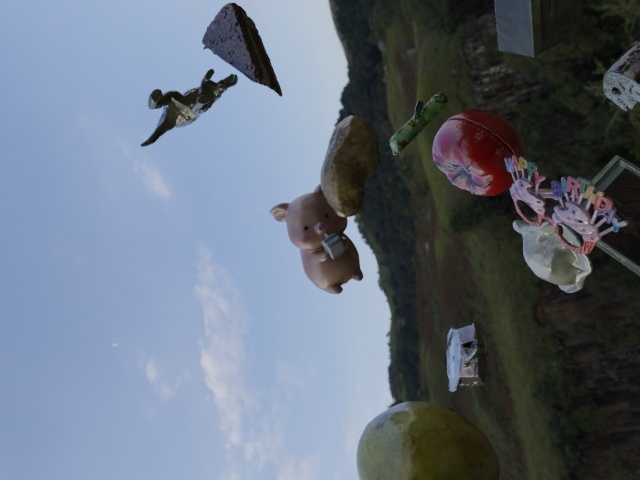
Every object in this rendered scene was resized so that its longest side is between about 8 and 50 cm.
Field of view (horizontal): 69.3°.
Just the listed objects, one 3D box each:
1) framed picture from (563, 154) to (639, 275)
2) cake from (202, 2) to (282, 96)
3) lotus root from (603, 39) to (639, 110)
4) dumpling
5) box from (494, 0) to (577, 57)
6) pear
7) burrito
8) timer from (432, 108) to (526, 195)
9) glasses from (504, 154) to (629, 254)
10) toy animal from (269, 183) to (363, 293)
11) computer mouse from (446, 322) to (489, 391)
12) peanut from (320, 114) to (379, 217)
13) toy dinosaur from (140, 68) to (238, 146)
[{"bbox_3d":[0.701,-0.043,1.004,0.273,0.216,0.016,42,173,24],"label":"framed picture"},{"bbox_3d":[-0.166,-0.469,1.121,0.246,0.135,0.112,40,-163,30],"label":"cake"},{"bbox_3d":[0.904,-0.475,1.332,0.138,0.119,0.234,49,-167,19],"label":"lotus root"},{"bbox_3d":[0.770,0.032,1.474,0.318,0.187,0.243,46,168,-13],"label":"dumpling"},{"bbox_3d":[0.573,-0.640,1.234,0.155,0.148,0.232,53,169,55],"label":"box"},{"bbox_3d":[0.218,0.504,1.009,0.304,0.303,0.304,51,-150,-44],"label":"pear"},{"bbox_3d":[0.351,-0.437,1.680,0.054,0.288,0.104,48,-177,38],"label":"burrito"},{"bbox_3d":[0.656,-0.364,1.920,0.377,0.279,0.378,38,176,3],"label":"timer"},{"bbox_3d":[0.451,-0.082,0.851,0.255,0.095,0.162,43,169,48],"label":"glasses"},{"bbox_3d":[0.000,-0.003,1.323,0.213,0.194,0.257,44,156,55],"label":"toy animal"},{"bbox_3d":[0.470,0.361,1.438,0.389,0.114,0.200,80,-170,-66],"label":"computer mouse"},{"bbox_3d":[0.072,-0.181,1.137,0.122,0.136,0.254,121,168,-80],"label":"peanut"},{"bbox_3d":[-0.290,-0.318,1.062,0.294,0.162,0.077,-35,-83,-30],"label":"toy dinosaur"}]
